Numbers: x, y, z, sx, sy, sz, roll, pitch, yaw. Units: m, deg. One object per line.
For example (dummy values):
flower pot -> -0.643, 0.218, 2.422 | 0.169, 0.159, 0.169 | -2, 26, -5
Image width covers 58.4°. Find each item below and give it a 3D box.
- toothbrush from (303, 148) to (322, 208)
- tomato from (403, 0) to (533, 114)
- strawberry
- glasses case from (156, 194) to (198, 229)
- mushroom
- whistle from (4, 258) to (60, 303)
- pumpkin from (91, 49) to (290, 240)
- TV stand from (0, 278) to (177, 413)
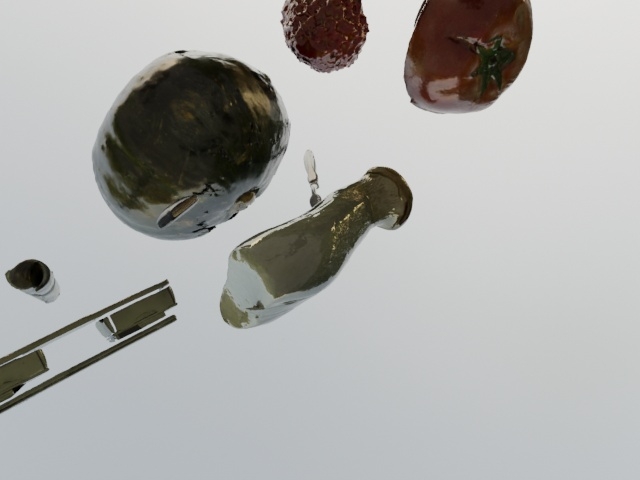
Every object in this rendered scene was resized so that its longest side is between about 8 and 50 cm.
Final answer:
toothbrush -> -0.018, -0.144, 1.302 | 0.028, 0.375, 0.037 | -24, -62, 8
tomato -> 0.226, -0.270, 0.821 | 0.225, 0.225, 0.085 | -42, -129, -9
strawberry -> -0.009, -0.465, 1.325 | 0.234, 0.233, 0.178 | 23, -135, 0
glasses case -> -0.213, -0.046, 0.850 | 0.023, 0.083, 0.033 | 48, -56, -8
mushroom -> 0.000, 0.000, 0.837 | 0.329, 0.159, 0.122 | -36, -83, -33
whistle -> -0.529, 0.078, 1.073 | 0.068, 0.326, 0.057 | 35, -109, -14
pumpkin -> -0.272, -0.200, 1.256 | 0.344, 0.454, 0.454 | 40, -100, 3
TV stand -> -0.231, 0.104, 0.478 | 0.249, 0.036, 0.042 | -28, -89, -37
